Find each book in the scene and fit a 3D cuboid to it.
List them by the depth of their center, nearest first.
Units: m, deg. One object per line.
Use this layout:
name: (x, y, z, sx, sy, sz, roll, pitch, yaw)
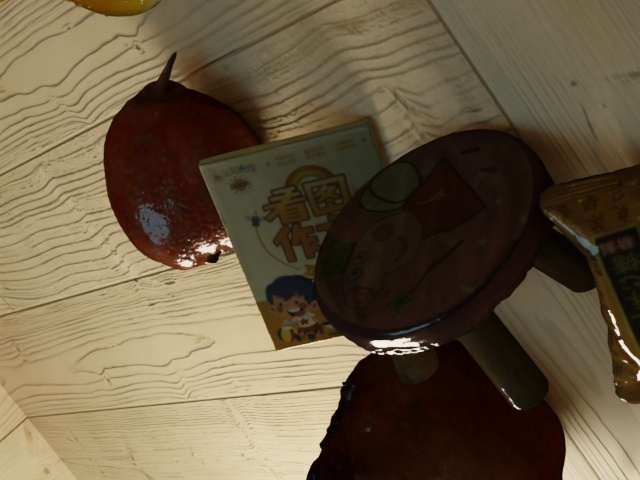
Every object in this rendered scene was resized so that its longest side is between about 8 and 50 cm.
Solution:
book: (0.000, 0.000, 1.810, 0.207, 0.020, 0.295, -14, 125, 11)

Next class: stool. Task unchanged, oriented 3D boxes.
stool: (0.145, 0.036, 1.565, 0.272, 0.272, 0.178, 8, 148, 49)

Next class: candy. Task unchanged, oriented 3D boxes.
candy: (0.321, 0.045, 1.473, 0.143, 0.101, 0.271, -17, 120, 18)

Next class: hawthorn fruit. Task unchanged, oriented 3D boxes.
hawthorn fruit: (0.144, 0.278, 1.827, 0.325, 0.308, 0.308, 45, 152, -12)
hawthorn fruit: (-0.168, -0.101, 1.881, 0.210, 0.210, 0.262, -1, 106, 54)

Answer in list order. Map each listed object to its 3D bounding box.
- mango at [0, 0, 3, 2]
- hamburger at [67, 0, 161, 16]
mango: (-0.475, -0.457, 1.739, 0.220, 0.301, 0.445, 4, 139, 29)
hamburger: (-0.257, -0.376, 1.695, 0.227, 0.151, 0.295, 33, 147, 19)
